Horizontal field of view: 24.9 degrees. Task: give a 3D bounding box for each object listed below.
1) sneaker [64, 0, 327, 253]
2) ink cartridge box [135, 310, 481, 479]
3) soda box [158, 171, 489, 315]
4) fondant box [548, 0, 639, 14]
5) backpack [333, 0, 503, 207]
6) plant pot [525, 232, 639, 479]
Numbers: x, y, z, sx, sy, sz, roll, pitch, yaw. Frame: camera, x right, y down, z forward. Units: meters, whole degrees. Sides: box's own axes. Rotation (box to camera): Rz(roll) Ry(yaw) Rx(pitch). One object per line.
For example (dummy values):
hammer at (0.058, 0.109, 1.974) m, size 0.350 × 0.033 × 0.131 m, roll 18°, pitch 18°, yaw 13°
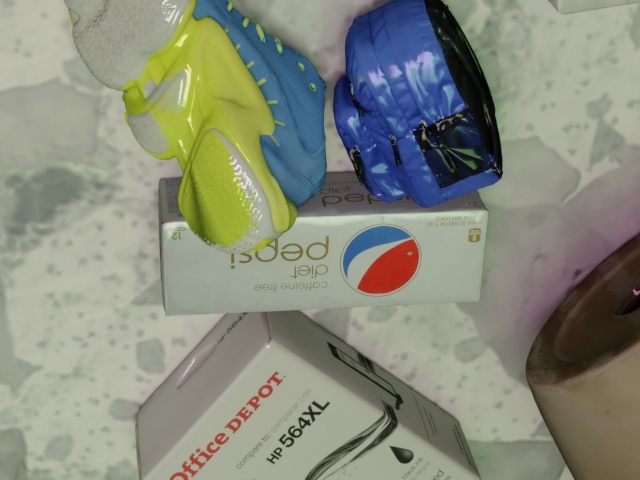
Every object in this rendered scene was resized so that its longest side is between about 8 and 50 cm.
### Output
sneaker at (-0.071, -0.112, 0.910) m, size 0.091 × 0.126 × 0.240 m, roll -20°, pitch 95°, yaw 38°
ink cartridge box at (-0.011, 0.152, 1.041) m, size 0.203 × 0.086 × 0.148 m, roll 35°, pitch 107°, yaw -23°
soda box at (0.000, 0.000, 0.976) m, size 0.216 × 0.069 × 0.074 m, roll -2°, pitch 118°, yaw -7°
fondant box at (0.282, -0.285, 0.861) m, size 0.330 × 0.096 × 0.238 m, roll -10°, pitch 117°, yaw -4°
backpack at (0.057, -0.091, 0.923) m, size 0.101 × 0.098 × 0.120 m, roll -21°, pitch 119°, yaw 6°
plant pot at (0.297, 0.135, 0.980) m, size 0.323 × 0.323 × 0.280 m, roll -41°, pitch 100°, yaw 12°
